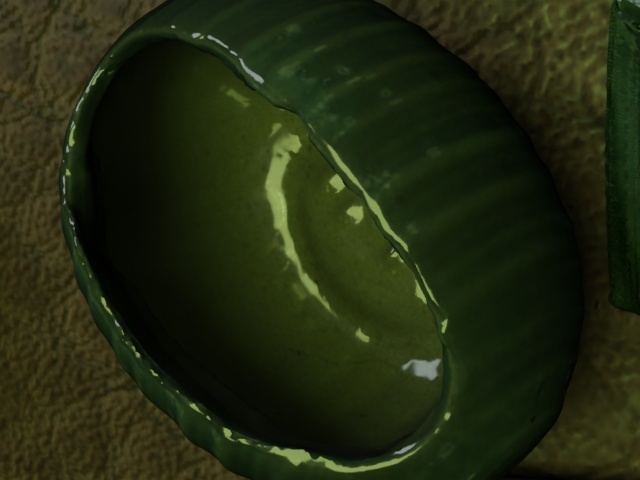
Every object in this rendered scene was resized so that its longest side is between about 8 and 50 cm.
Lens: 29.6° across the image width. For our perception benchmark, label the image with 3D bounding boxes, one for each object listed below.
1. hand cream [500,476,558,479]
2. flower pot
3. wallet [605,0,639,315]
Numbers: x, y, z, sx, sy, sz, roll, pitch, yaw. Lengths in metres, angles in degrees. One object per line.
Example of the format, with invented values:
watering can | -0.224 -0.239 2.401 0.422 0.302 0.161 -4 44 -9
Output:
hand cream | 0.172 0.135 0.494 0.255 0.048 0.079 1 100 24
flower pot | 0.000 0.000 0.506 0.189 0.157 0.243 -46 75 24
wallet | 0.220 -0.013 0.427 0.236 0.055 0.160 13 129 28
